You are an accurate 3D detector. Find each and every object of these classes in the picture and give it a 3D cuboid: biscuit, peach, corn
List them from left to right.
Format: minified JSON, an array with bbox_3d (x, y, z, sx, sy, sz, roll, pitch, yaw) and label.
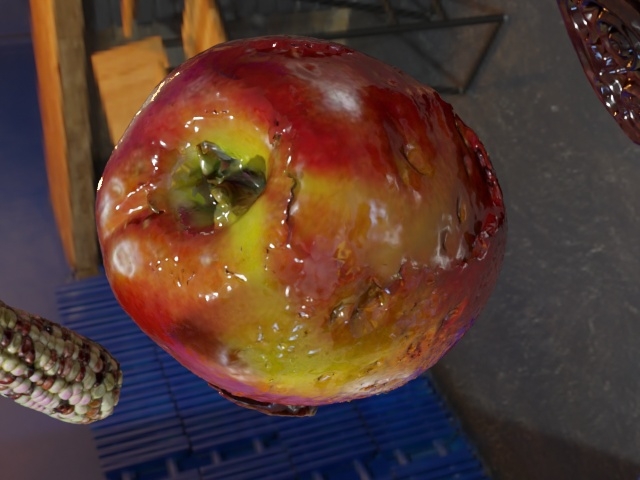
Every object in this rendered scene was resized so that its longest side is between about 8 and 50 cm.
[{"bbox_3d":[-0.305,0.106,0.985,0.280,0.092,0.092,40,-165,-45],"label":"corn"},{"bbox_3d":[0.000,0.000,0.976,0.416,0.353,0.339,36,-119,-62],"label":"peach"},{"bbox_3d":[0.450,-0.237,1.344,0.407,0.091,0.407,59,178,3],"label":"biscuit"}]
